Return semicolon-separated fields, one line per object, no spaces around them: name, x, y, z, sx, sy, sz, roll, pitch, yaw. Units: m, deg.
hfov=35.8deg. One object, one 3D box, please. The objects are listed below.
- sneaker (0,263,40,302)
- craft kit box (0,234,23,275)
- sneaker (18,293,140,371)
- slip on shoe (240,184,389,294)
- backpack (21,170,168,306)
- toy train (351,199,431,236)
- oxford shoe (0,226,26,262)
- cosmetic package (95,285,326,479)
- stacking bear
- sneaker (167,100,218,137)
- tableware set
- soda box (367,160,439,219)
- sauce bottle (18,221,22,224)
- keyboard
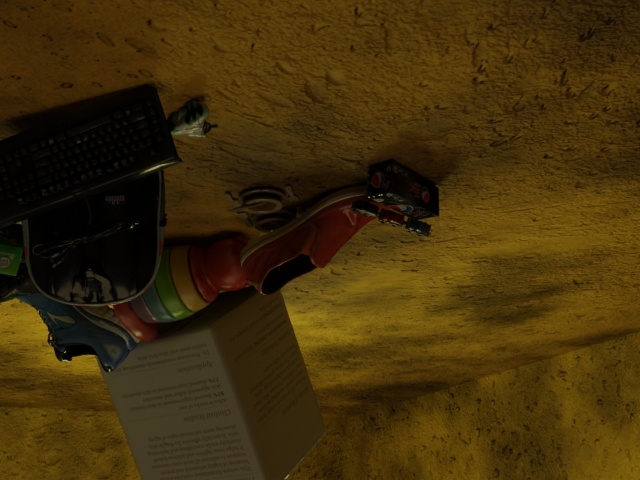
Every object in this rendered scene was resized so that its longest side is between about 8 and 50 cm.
sneaker;-0.592;0.082;2.020;0.267;0.101;0.106;-16;151;31
craft kit box;-0.636;-0.012;1.568;0.246;0.061;0.249;10;-176;-40
sneaker;-0.547;0.172;2.102;0.329;0.147;0.130;27;165;15
slip on shoe;0.000;0.000;1.852;0.331;0.101;0.123;-30;150;17
backpack;-0.351;-0.027;1.546;0.225;0.254;0.191;-2;180;-8
toy train;0.131;-0.040;1.773;0.158;0.027;0.036;19;166;-15
oxford shoe;-0.612;0.005;1.839;0.096;0.083;0.227;-10;159;30
cosmetic package;-0.241;0.348;2.266;0.329;0.394;0.327;-13;-170;26
stacking bear;-0.269;0.078;2.023;0.288;0.176;0.164;-18;165;12
sneaker;-0.177;-0.177;1.475;0.069;0.038;0.098;11;166;-40
tableware set;-0.098;-0.047;1.853;0.128;0.039;0.194;-7;161;8
soda box;0.149;-0.085;1.760;0.053;0.060;0.169;-10;161;34
sauce bottle;-0.555;-0.053;1.742;0.128;0.042;0.042;9;157;-35
keyboard;-0.347;-0.082;1.424;0.317;0.202;0.033;-18;-179;16
